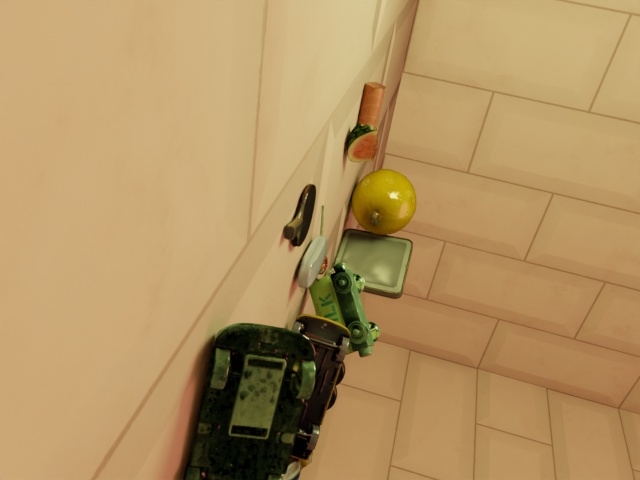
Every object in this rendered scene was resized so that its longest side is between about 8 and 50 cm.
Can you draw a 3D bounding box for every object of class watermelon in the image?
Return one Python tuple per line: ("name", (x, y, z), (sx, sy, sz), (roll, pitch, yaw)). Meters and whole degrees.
("watermelon", (0.108, -0.277, 1.570), (0.163, 0.087, 0.069), (91, -15, -66))

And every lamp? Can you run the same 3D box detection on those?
("lamp", (0.186, 0.077, 2.050), (0.047, 0.267, 0.269), (91, 15, -47))

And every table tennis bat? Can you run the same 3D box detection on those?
("table tennis bat", (-0.037, -0.043, 1.122), (0.220, 0.019, 0.130), (-57, 159, -72))

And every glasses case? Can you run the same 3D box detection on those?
("glasses case", (-0.018, 0.048, 1.336), (0.178, 0.045, 0.067), (-64, 166, -60))

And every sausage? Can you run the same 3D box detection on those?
("sausage", (0.144, -0.377, 1.669), (0.065, 0.065, 0.169), (-63, 167, -58))

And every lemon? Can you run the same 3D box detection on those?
("lemon", (0.227, -0.129, 2.068), (0.219, 0.240, 0.240), (-60, 163, -52))

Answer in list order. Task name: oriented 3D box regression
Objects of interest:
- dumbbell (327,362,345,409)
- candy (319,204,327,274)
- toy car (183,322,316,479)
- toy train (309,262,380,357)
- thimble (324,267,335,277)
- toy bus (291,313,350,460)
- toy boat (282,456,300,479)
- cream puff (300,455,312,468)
("dumbbell", (0.002, 0.480, 1.947), (0.325, 0.143, 0.143), (-56, 159, -67))
("candy", (0.000, 0.000, 1.435), (0.055, 0.049, 0.184), (-134, -137, -62))
("toy car", (-0.104, 0.246, 0.785), (0.125, 0.136, 0.305), (-122, -135, -71))
("toy train", (0.052, 0.191, 1.488), (0.105, 0.157, 0.253), (13, 57, -63))
("thimble", (0.051, 0.142, 1.873), (0.110, 0.084, 0.062), (-67, 170, -58))
("toy bus", (-0.041, 0.343, 1.376), (0.151, 0.145, 0.331), (125, -16, -88))
("toy boat", (-0.114, 0.560, 1.334), (0.262, 0.114, 0.115), (43, 58, -73))
("cream puff", (-0.091, 0.599, 1.647), (0.146, 0.116, 0.146), (32, -53, 55))
